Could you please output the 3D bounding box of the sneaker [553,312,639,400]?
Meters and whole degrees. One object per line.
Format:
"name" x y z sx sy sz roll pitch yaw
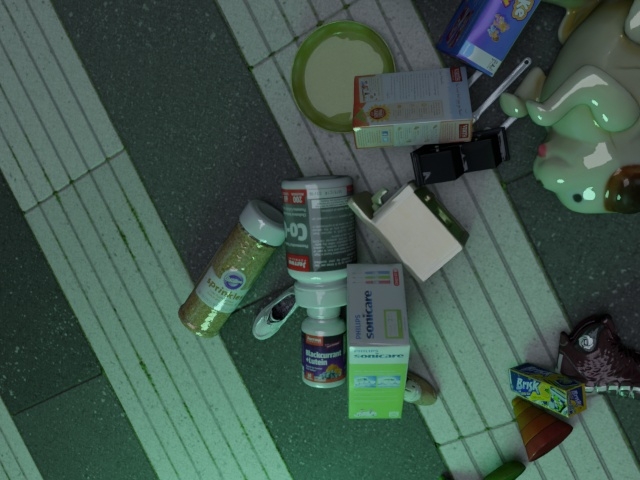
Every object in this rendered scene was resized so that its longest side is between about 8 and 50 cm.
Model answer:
"sneaker" 0.627 0.232 1.251 0.281 0.106 0.163 0 97 19

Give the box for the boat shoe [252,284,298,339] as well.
"boat shoe" -0.107 0.183 1.501 0.184 0.063 0.066 -39 87 20

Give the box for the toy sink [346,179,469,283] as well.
"toy sink" 0.194 -0.049 1.311 0.131 0.152 0.234 -44 84 20

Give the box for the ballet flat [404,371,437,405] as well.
"ballet flat" 0.176 0.333 1.435 0.206 0.067 0.073 29 109 11

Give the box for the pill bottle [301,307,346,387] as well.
"pill bottle" 0.008 0.239 1.450 0.108 0.108 0.194 3 101 18

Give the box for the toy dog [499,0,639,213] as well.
"toy dog" 0.525 -0.252 1.129 0.394 0.284 0.409 6 103 -21

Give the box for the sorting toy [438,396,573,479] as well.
"sorting toy" 0.396 0.489 1.394 0.366 0.127 0.126 -51 54 22

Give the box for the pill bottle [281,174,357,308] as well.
"pill bottle" 0.000 0.000 1.378 0.161 0.161 0.284 -1 100 18

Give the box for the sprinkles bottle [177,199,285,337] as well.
"sprinkles bottle" -0.211 0.072 1.484 0.121 0.121 0.355 39 110 8

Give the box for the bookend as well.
"bookend" 0.284 -0.170 1.238 0.156 0.157 0.073 -6 105 31

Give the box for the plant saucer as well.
"plant saucer" 0.052 -0.360 1.357 0.240 0.037 0.241 3 101 17

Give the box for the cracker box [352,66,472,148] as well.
"cracker box" 0.184 -0.268 1.240 0.232 0.156 0.067 -3 144 10

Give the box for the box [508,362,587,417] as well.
"box" 0.473 0.309 1.285 0.054 0.169 0.059 -12 99 -22

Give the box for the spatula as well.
"spatula" 0.360 -0.292 1.283 0.168 0.019 0.242 48 110 10

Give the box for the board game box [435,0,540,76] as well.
"board game box" 0.353 -0.486 1.124 0.078 0.233 0.347 27 109 -9

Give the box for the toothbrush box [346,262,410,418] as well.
"toothbrush box" 0.114 0.215 1.286 0.122 0.206 0.283 -2 136 3
